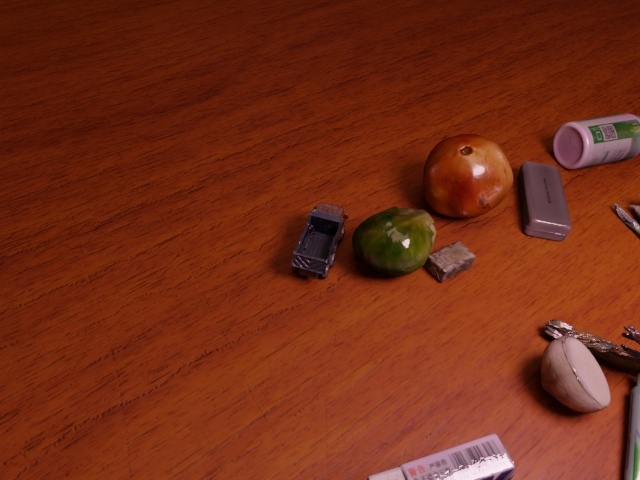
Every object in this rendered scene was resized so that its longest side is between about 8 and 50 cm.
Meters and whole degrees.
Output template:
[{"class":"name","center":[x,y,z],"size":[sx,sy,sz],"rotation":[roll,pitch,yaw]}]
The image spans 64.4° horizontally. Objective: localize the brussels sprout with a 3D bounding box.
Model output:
[{"class":"brussels sprout","center":[0.161,0.003,1.090],"size":[0.181,0.143,0.161],"rotation":[-23,9,-7]}]

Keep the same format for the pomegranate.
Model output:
[{"class":"pomegranate","center":[0.344,-0.155,1.217],"size":[0.209,0.209,0.209],"rotation":[3,46,-3]}]

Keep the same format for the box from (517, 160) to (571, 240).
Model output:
[{"class":"box","center":[0.562,-0.105,1.287],"size":[0.104,0.055,0.243],"rotation":[11,46,5]}]

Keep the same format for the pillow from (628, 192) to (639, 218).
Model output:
[{"class":"pillow","center":[0.886,-0.061,1.260],"size":[0.182,0.077,0.134],"rotation":[2,47,-2]}]

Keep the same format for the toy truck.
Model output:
[{"class":"toy truck","center":[0.000,0.000,1.107],"size":[0.083,0.092,0.192],"rotation":[14,46,9]}]

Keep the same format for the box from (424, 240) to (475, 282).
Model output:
[{"class":"box","center":[0.286,0.046,1.123],"size":[0.098,0.044,0.062],"rotation":[-21,51,-25]}]

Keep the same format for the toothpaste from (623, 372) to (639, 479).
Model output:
[{"class":"toothpaste","center":[0.546,0.355,0.855],"size":[0.075,0.048,0.296],"rotation":[23,52,10]}]

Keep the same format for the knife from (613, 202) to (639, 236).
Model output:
[{"class":"knife","center":[0.786,-0.025,1.254],"size":[0.022,0.026,0.184],"rotation":[-35,50,16]}]

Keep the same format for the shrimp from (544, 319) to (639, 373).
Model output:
[{"class":"shrimp","center":[0.533,0.193,0.945],"size":[0.220,0.152,0.046],"rotation":[21,71,24]}]

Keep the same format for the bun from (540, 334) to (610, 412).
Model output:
[{"class":"bun","center":[0.445,0.248,0.918],"size":[0.138,0.094,0.138],"rotation":[29,39,-27]}]

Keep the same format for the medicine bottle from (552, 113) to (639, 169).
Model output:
[{"class":"medicine bottle","center":[0.807,-0.284,1.427],"size":[0.275,0.133,0.133],"rotation":[-12,49,-15]}]

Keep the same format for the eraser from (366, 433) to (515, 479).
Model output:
[{"class":"eraser","center":[0.168,0.364,0.753],"size":[0.210,0.124,0.067],"rotation":[-11,49,-15]}]
